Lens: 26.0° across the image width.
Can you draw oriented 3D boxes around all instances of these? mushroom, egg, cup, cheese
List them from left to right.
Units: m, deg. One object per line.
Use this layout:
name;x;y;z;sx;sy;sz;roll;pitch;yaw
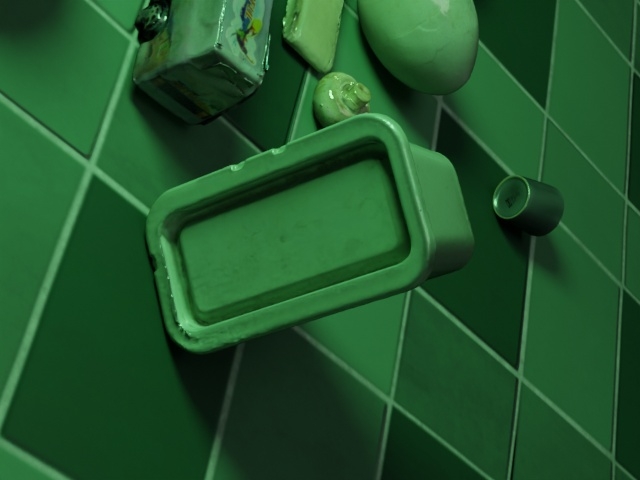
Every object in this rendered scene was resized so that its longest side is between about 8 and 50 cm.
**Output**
cheese;0.009;-0.392;1.840;0.085;0.034;0.400;34;48;-32
mushroom;0.029;-0.170;1.725;0.084;0.067;0.083;24;52;-35
egg;0.134;-0.291;1.846;0.209;0.151;0.151;60;37;-12
cup;0.294;-0.060;2.011;0.077;0.078;0.100;20;24;-40

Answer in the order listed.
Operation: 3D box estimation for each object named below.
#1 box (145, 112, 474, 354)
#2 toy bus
box;0.000;0.000;1.422;0.182;0.312;0.175;3;70;-61
toy bus;-0.115;-0.290;1.545;0.112;0.138;0.316;34;51;-40
